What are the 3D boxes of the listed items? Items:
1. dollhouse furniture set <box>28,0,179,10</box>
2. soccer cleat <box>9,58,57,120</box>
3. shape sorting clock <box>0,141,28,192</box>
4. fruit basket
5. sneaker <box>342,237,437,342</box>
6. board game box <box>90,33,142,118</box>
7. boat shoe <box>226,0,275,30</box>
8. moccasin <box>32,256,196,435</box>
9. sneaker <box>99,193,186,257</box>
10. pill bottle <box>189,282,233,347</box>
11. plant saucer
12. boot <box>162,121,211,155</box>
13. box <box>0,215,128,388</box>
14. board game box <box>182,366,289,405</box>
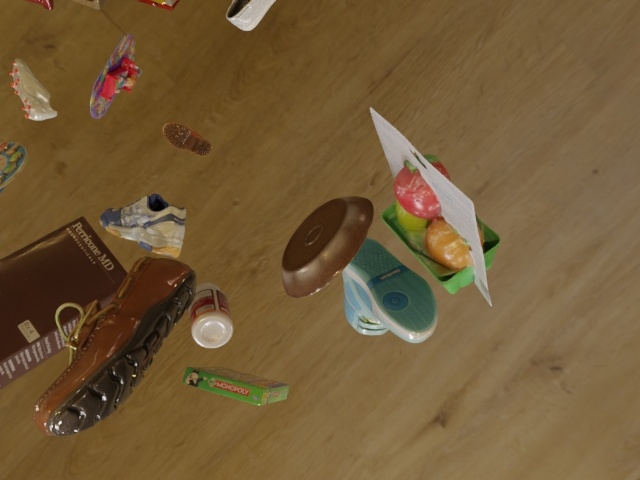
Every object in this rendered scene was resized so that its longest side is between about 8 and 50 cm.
[{"bbox_3d":[-0.428,-0.543,1.346,0.374,0.152,0.201,17,52,2],"label":"dollhouse furniture set"},{"bbox_3d":[-0.736,-0.383,1.769,0.068,0.076,0.196,-48,61,41],"label":"soccer cleat"},{"bbox_3d":[-0.777,-0.163,1.603,0.206,0.040,0.206,-10,48,11],"label":"shape sorting clock"},{"bbox_3d":[0.233,-0.069,1.369,0.165,0.353,0.327,-31,50,-9],"label":"fruit basket"},{"bbox_3d":[0.146,0.153,1.481,0.127,0.319,0.208,-16,128,-16],"label":"sneaker"},{"bbox_3d":[-0.370,-0.297,1.282,0.033,0.133,0.169,25,73,-3],"label":"board game box"},{"bbox_3d":[-0.121,-0.499,1.351,0.184,0.063,0.066,-45,61,23],"label":"boat shoe"},{"bbox_3d":[-0.345,0.154,1.134,0.146,0.380,0.139,19,136,9],"label":"moccasin"},{"bbox_3d":[-0.424,-0.054,1.691,0.296,0.111,0.131,17,91,38],"label":"sneaker"},{"bbox_3d":[-0.234,0.153,1.462,0.086,0.152,0.086,-5,116,-11],"label":"pill bottle"},{"bbox_3d":[0.000,0.000,1.090,0.036,0.198,0.198,41,93,-23],"label":"plant saucer"},{"bbox_3d":[-0.364,-0.276,1.807,0.059,0.158,0.084,-52,55,7],"label":"boot"},{"bbox_3d":[-0.581,0.137,1.369,0.381,0.143,0.191,-35,75,-31],"label":"box"},{"bbox_3d":[-0.220,0.393,1.886,0.213,0.317,0.046,12,82,11],"label":"board game box"}]
